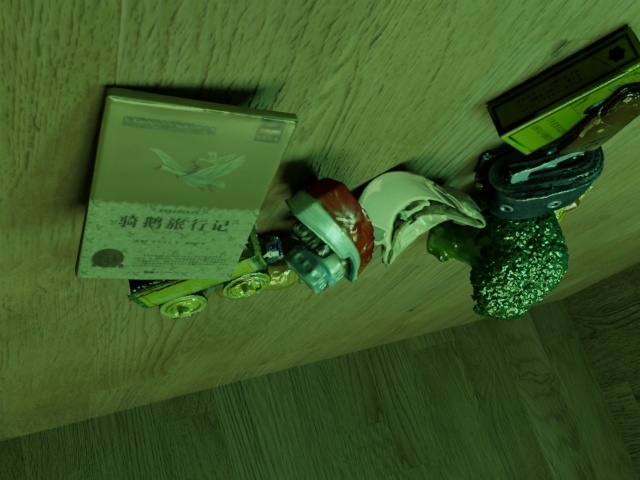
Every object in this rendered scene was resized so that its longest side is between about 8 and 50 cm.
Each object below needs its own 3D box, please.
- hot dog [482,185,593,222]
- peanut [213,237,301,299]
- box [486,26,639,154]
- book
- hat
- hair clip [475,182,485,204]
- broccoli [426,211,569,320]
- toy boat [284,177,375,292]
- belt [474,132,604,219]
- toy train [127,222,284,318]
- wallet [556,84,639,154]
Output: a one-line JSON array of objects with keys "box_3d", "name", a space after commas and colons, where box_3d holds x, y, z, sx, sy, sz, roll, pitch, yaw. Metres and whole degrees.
[{"box_3d": [0.499, -0.061, 1.504, 0.261, 0.093, 0.123, -25, 160, 22], "name": "hot dog"}, {"box_3d": [-0.108, 0.051, 1.222, 0.226, 0.095, 0.108, -13, -168, -37], "name": "peanut"}, {"box_3d": [0.377, -0.214, 0.980, 0.220, 0.064, 0.141, -29, 160, 27], "name": "box"}, {"box_3d": [-0.177, -0.049, 0.819, 0.217, 0.021, 0.310, 3, 139, -25], "name": "book"}, {"box_3d": [0.169, -0.066, 1.213, 0.219, 0.164, 0.226, -23, 123, 28], "name": "hat"}, {"box_3d": [0.394, -0.124, 1.296, 0.173, 0.046, 0.072, -21, 166, 5], "name": "hair clip"}, {"box_3d": [0.363, 0.028, 1.373, 0.297, 0.297, 0.297, 13, 175, 25], "name": "broccoli"}, {"box_3d": [0.000, 0.000, 1.084, 0.133, 0.145, 0.332, -43, 164, -8], "name": "toy boat"}, {"box_3d": [0.402, -0.122, 1.182, 0.218, 0.122, 0.128, -15, 159, -4], "name": "belt"}, {"box_3d": [-0.196, 0.030, 1.060, 0.261, 0.134, 0.177, -20, 154, 3], "name": "toy train"}, {"box_3d": [0.442, -0.181, 1.001, 0.095, 0.026, 0.176, -11, 163, -20], "name": "wallet"}]
